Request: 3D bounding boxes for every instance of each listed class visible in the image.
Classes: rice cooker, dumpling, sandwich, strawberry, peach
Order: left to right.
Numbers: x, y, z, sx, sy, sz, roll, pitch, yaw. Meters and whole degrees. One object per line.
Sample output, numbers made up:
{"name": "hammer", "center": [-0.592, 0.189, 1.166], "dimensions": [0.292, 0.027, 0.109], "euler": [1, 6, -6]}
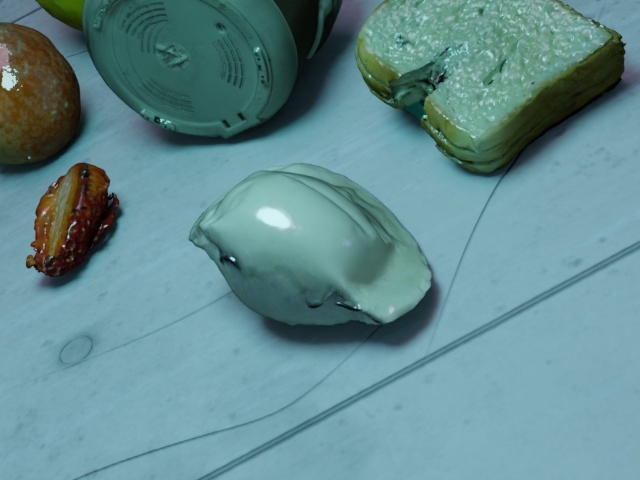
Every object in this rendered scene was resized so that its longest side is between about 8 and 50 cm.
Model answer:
{"name": "peach", "center": [-0.485, -0.237, 1.702], "dimensions": [0.232, 0.233, 0.233], "euler": [-15, 40, 13]}
{"name": "strawberry", "center": [-0.341, -0.020, 1.507], "dimensions": [0.121, 0.082, 0.188], "euler": [-24, 44, 35]}
{"name": "rice cooker", "center": [-0.146, -0.352, 1.572], "dimensions": [0.335, 0.335, 0.325], "euler": [-4, 43, 25]}
{"name": "dumpling", "center": [-0.003, 0.003, 1.248], "dimensions": [0.227, 0.243, 0.175], "euler": [-42, -2, -45]}
{"name": "sandwich", "center": [0.195, -0.230, 1.369], "dimensions": [0.249, 0.095, 0.273], "euler": [-38, 58, -10]}

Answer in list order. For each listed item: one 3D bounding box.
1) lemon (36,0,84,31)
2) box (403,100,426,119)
{"name": "lemon", "center": [-0.371, -0.522, 1.886], "dimensions": [0.347, 0.348, 0.348], "euler": [-15, 40, 13]}
{"name": "box", "center": [0.192, -0.255, 1.490], "dimensions": [0.226, 0.042, 0.161], "euler": [-35, 42, -11]}
